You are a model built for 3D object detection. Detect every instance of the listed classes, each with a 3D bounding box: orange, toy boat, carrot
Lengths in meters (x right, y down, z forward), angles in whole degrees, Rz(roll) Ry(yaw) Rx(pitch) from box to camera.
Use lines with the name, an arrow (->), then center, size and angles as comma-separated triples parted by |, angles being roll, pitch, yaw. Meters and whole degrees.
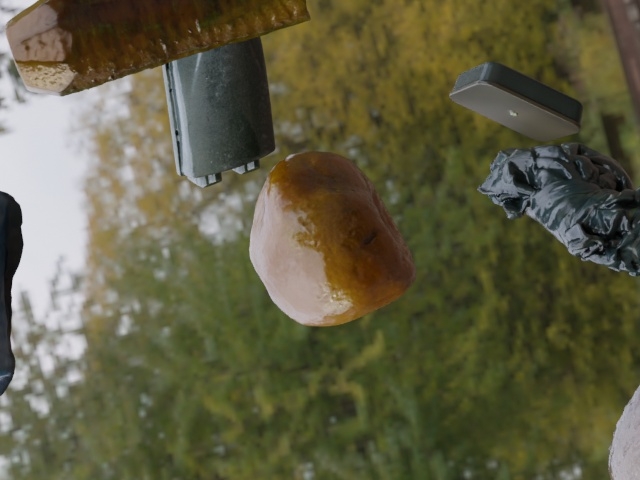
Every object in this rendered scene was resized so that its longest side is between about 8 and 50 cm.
orange -> 0.000, 0.000, 1.936 | 0.249, 0.183, 0.249 | 56, -171, -13
toy boat -> -0.142, -0.229, 1.957 | 0.092, 0.141, 0.319 | 30, 133, 49
carrot -> -0.165, -0.231, 1.505 | 0.114, 0.302, 0.114 | 162, 90, -83

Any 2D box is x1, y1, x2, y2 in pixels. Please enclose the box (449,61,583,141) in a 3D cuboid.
box -> 0.204, -0.143, 1.537 | 0.091, 0.126, 0.031 | -16, 53, 69

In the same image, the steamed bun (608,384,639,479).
steamed bun -> 0.441, 0.227, 1.506 | 0.199, 0.252, 0.301 | 56, 160, 37

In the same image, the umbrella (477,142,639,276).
umbrella -> 0.269, -0.050, 1.593 | 0.349, 0.143, 0.094 | -131, 46, -66

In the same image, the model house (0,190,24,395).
model house -> -0.419, 0.042, 1.326 | 0.303, 0.237, 0.215 | 20, -111, -83
